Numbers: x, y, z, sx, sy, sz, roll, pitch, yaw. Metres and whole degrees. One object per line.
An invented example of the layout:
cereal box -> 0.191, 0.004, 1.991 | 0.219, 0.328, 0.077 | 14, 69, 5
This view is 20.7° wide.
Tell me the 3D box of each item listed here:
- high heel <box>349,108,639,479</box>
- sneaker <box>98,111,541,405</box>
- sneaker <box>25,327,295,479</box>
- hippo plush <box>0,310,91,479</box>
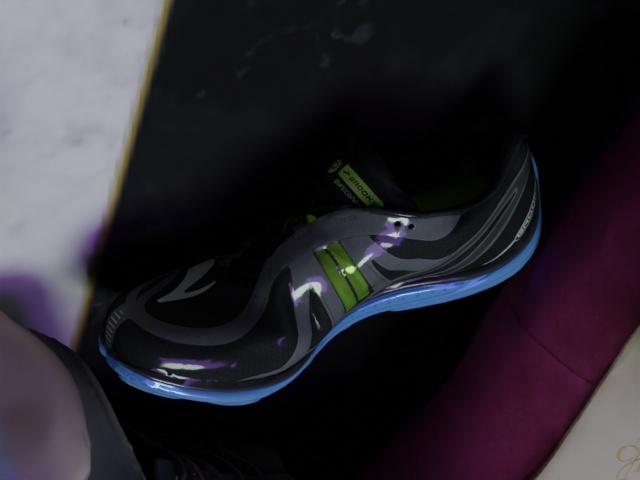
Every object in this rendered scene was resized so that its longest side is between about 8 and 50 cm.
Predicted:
high heel -> 0.110, 0.044, 0.751 | 0.127, 0.181, 0.377 | 16, 153, -26
sneaker -> 0.000, 0.000, 0.649 | 0.188, 0.067, 0.078 | -23, 135, -22
sneaker -> -0.071, 0.091, 0.699 | 0.118, 0.083, 0.222 | -39, 143, -27
hippo plush -> -0.201, 0.152, 0.497 | 0.294, 0.234, 0.236 | -43, 174, -47
